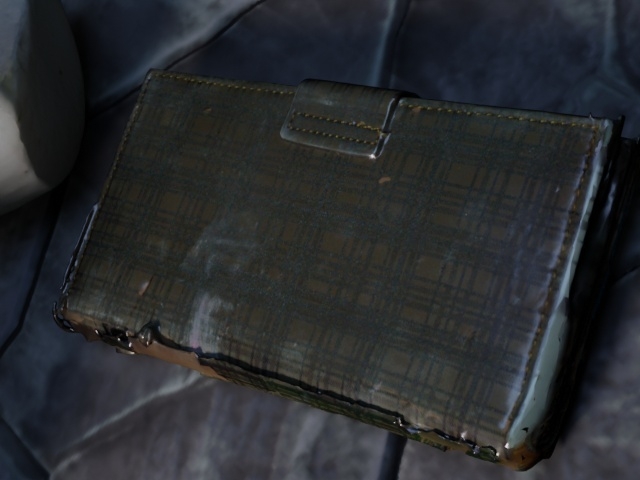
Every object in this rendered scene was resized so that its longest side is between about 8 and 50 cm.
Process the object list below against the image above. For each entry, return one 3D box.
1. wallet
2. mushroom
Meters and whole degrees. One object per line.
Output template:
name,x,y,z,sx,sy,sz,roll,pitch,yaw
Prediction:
wallet,0.000,0.000,0.735,0.317,0.044,0.169,11,78,40
mushroom,-0.337,-0.044,0.916,0.397,0.126,0.177,-21,52,13
